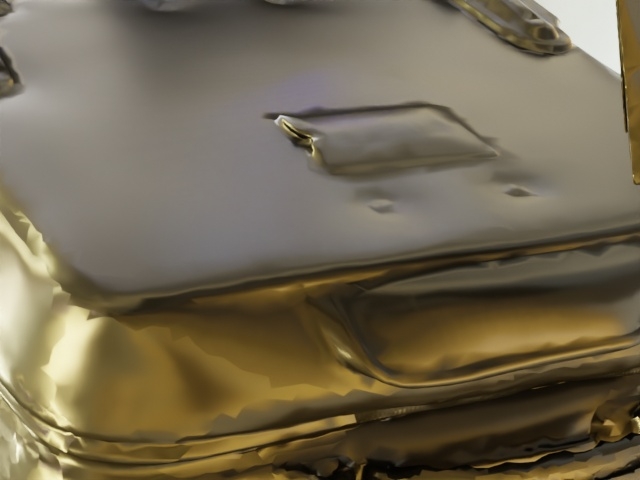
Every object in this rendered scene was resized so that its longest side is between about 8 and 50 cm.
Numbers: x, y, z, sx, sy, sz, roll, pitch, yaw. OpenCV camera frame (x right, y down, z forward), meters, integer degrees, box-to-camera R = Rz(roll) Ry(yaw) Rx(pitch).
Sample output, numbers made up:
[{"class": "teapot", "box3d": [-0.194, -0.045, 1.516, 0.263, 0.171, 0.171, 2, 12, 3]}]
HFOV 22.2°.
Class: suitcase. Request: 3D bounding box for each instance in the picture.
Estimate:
[{"class": "suitcase", "box3d": [0.000, 0.000, 0.713, 0.345, 0.188, 0.339, -6, -151, -27]}]

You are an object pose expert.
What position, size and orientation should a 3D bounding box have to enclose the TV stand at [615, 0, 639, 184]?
[{"class": "TV stand", "box3d": [0.107, -0.143, 0.489, 0.049, 0.256, 0.040, -4, -156, 11]}]
